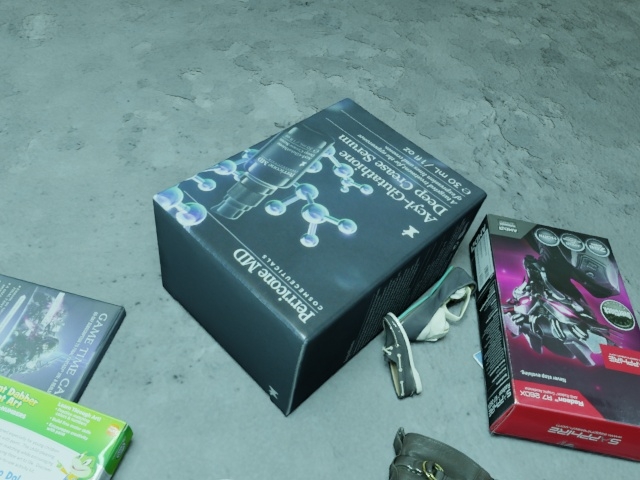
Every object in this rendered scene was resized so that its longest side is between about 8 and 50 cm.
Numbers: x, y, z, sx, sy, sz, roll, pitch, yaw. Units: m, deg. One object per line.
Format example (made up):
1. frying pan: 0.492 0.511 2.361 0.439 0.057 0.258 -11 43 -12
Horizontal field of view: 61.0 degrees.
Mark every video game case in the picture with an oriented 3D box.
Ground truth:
1. video game case: -0.441 0.139 0.746 0.274 0.026 0.196 15 48 1

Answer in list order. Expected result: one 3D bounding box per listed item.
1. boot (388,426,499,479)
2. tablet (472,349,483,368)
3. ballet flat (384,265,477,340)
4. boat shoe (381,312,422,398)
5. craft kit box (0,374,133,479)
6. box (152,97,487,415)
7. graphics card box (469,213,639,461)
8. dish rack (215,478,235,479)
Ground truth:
1. boot: 0.163 0.329 0.607 0.263 0.091 0.229 32 24 23
2. tablet: 0.281 0.201 0.841 0.054 0.006 0.083 -20 56 -26
3. ballet flat: 0.186 0.111 0.862 0.074 0.074 0.203 38 51 21
4. boat shoe: 0.109 0.167 0.782 0.038 0.046 0.125 -20 99 -12
5. craft kit box: -0.382 0.280 0.597 0.250 0.061 0.246 19 57 5
6. box: 0.000 0.000 0.828 0.293 0.212 0.395 40 54 22
7. graphics card box: 0.372 0.132 0.857 0.233 0.094 0.371 12 46 -2
8. dish rack: -0.058 0.436 0.526 0.333 0.072 0.285 29 51 14
